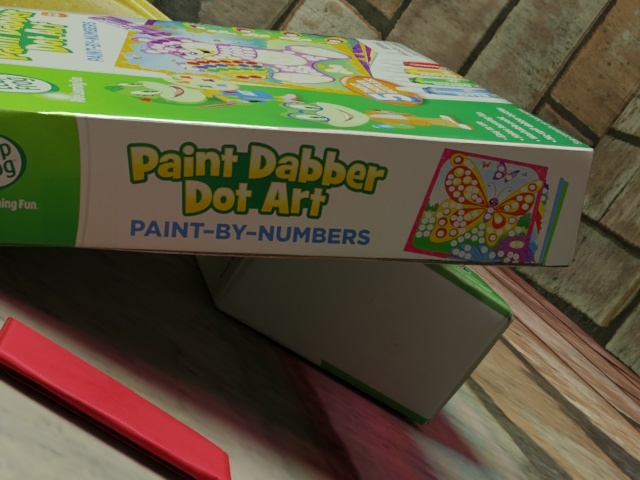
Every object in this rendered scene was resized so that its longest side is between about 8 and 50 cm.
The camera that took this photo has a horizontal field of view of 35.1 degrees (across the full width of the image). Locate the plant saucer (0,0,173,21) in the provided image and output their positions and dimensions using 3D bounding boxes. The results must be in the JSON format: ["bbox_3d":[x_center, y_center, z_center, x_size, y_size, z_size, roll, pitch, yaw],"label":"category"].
[{"bbox_3d":[-0.226,-0.190,0.735,0.333,0.081,0.333,42,12,33],"label":"plant saucer"}]

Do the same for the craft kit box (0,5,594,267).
[{"bbox_3d":[-0.045,-0.058,0.468,0.247,0.060,0.250,-1,20,-15],"label":"craft kit box"}]

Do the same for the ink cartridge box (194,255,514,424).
[{"bbox_3d":[0.000,0.000,0.618,0.153,0.086,0.208,32,9,-24],"label":"ink cartridge box"}]

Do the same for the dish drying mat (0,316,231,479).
[{"bbox_3d":[-0.064,0.052,0.315,0.083,0.008,0.032,34,7,-13],"label":"dish drying mat"}]
